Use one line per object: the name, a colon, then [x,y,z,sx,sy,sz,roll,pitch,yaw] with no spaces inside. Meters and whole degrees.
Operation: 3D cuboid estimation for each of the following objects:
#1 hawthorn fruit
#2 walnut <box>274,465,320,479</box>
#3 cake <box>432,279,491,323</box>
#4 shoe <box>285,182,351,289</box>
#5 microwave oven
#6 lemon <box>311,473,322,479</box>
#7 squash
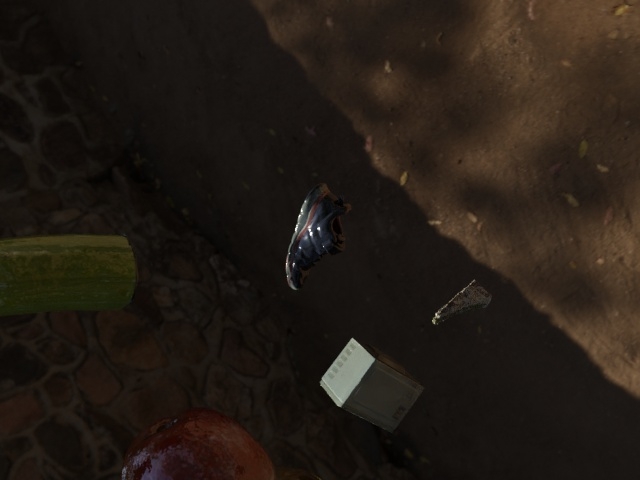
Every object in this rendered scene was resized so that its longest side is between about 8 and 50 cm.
hawthorn fruit: [-0.142,0.276,0.654,0.173,0.173,0.172,20,121,37]
walnut: [-0.074,0.590,1.072,0.333,0.333,0.332,20,121,37]
cake: [0.282,0.127,1.179,0.055,0.140,0.051,62,155,29]
shoe: [0.000,0.000,1.493,0.137,0.114,0.290,23,106,10]
microwave oven: [0.126,0.357,1.422,0.163,0.205,0.129,-54,34,-2]
lemon: [-0.085,0.747,1.488,0.322,0.268,0.268,-43,77,38]
squash: [-0.305,0.035,0.615,0.095,0.188,0.095,-3,86,49]
